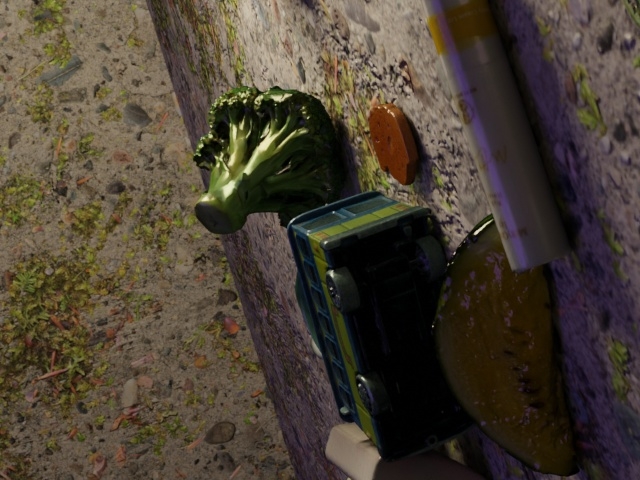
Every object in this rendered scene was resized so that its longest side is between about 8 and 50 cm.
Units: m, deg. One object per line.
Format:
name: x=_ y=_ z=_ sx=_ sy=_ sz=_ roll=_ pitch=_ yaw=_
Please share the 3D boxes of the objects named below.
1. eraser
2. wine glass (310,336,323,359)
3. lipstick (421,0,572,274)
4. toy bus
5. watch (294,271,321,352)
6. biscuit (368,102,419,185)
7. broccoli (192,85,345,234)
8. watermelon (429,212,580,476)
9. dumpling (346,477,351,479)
eraser: x=0.120 y=0.330 z=1.424 sx=0.270 sy=0.174 sz=0.095 roll=167 pitch=117 yaw=-77
wine glass: x=0.034 y=0.218 z=1.860 sx=0.155 sy=0.072 sz=0.072 roll=-138 pitch=32 yaw=-64
lipstick: x=0.155 y=-0.103 z=0.877 sx=0.059 sy=0.059 sz=0.264 roll=166 pitch=85 yaw=-78
toy bus: x=0.082 y=0.108 z=1.296 sx=0.190 sy=0.151 sz=0.313 roll=-152 pitch=44 yaw=-69
watch: x=0.037 y=0.098 z=1.570 sx=0.195 sy=0.068 sz=0.237 roll=48 pitch=142 yaw=33
biscuit: x=0.091 y=-0.121 z=1.224 sx=0.130 sy=0.019 sz=0.102 roll=-141 pitch=35 yaw=-69
broccoli: x=-0.089 y=-0.113 z=1.518 sx=0.254 sy=0.269 sz=0.269 roll=31 pitch=159 yaw=8
watermelon: x=0.190 y=0.095 z=1.004 sx=0.129 sy=0.123 sz=0.301 roll=6 pitch=118 yaw=41
dumpling: x=0.111 y=0.556 z=1.930 sx=0.179 sy=0.131 sz=0.252 roll=51 pitch=-170 yaw=-31
